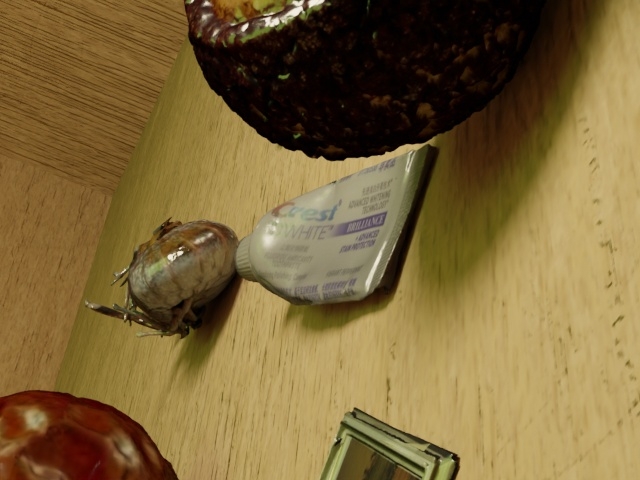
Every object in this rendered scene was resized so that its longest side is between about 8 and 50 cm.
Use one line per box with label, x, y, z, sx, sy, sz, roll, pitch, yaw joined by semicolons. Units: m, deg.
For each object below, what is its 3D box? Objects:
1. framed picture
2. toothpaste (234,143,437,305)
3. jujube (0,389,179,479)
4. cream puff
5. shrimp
framed picture;-0.003;0.222;0.742;0.197;0.014;0.252;180;111;-77
toothpaste;0.000;0.002;1.007;0.282;0.068;0.099;163;100;-66
jujube;-0.243;0.293;1.115;0.377;0.276;0.276;-101;32;-46
cream puff;0.035;-0.154;0.806;0.239;0.165;0.239;-29;38;25
shrimp;-0.177;0.056;1.514;0.145;0.116;0.343;-48;2;-20
